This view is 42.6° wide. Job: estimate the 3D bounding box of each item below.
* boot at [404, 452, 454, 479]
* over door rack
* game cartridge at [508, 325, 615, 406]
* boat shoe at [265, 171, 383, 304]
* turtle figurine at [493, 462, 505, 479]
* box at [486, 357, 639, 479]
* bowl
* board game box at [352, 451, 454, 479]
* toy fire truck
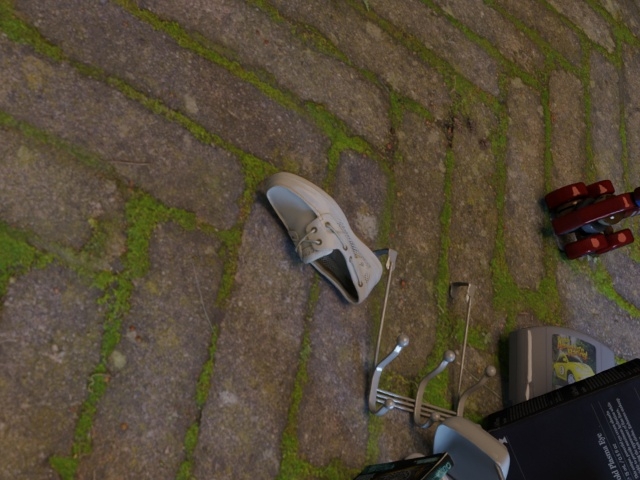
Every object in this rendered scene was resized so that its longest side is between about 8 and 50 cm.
[{"bbox_3d":[0.218,0.445,1.438,0.190,0.069,0.086,50,12,8],"label":"boot"},{"bbox_3d":[0.205,0.181,1.511,0.239,0.108,0.324,23,57,-31],"label":"over door rack"},{"bbox_3d":[0.512,0.282,1.713,0.294,0.060,0.196,16,64,-31],"label":"game cartridge"},{"bbox_3d":[0.000,0.000,1.432,0.277,0.098,0.096,46,47,-16],"label":"boat shoe"},{"bbox_3d":[0.259,0.516,1.328,0.266,0.197,0.275,58,7,-31],"label":"turtle figurine"},{"bbox_3d":[0.510,0.432,1.481,0.179,0.312,0.343,11,56,-78],"label":"box"},{"bbox_3d":[0.267,0.372,1.422,0.142,0.142,0.053,33,55,30],"label":"bowl"},{"bbox_3d":[0.105,0.383,1.277,0.126,0.186,0.026,-29,92,-43],"label":"board game box"},{"bbox_3d":[0.700,-0.078,1.943,0.302,0.254,0.169,-8,75,-42],"label":"toy fire truck"}]
